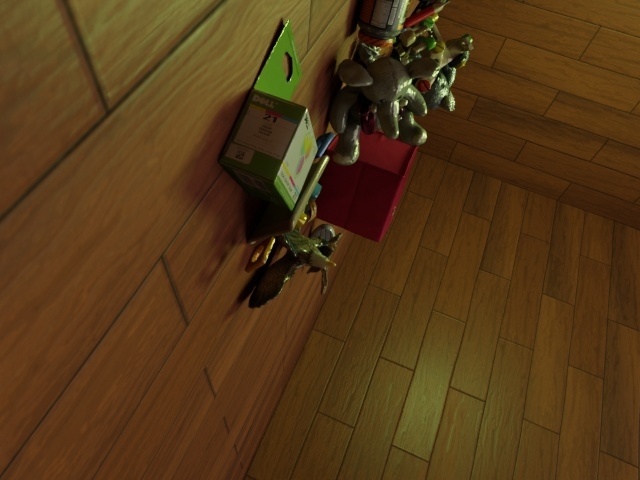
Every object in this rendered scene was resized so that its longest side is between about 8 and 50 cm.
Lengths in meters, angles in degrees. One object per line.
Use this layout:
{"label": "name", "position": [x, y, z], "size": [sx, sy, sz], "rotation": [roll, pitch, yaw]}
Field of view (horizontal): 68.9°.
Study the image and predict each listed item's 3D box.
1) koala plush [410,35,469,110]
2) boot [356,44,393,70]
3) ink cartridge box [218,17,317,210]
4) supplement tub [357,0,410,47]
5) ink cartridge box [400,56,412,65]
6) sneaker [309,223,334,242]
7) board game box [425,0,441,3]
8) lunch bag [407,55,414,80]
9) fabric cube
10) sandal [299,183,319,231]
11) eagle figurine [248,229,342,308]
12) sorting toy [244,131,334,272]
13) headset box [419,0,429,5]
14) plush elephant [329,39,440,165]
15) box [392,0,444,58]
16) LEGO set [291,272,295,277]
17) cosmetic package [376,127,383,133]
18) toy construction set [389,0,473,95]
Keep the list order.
{"label": "koala plush", "position": [0.393, -0.545, 1.611], "size": [0.203, 0.196, 0.221], "rotation": [87, 10, -71]}
{"label": "boot", "position": [0.150, -0.544, 1.380], "size": [0.152, 0.073, 0.197], "rotation": [-60, 172, -7]}
{"label": "ink cartridge box", "position": [-0.054, -0.200, 0.788], "size": [0.189, 0.097, 0.255], "rotation": [60, 53, -80]}
{"label": "supplement tub", "position": [0.156, -0.575, 1.120], "size": [0.117, 0.117, 0.190], "rotation": [-59, 168, -48]}
{"label": "ink cartridge box", "position": [0.251, -0.617, 1.638], "size": [0.198, 0.115, 0.067], "rotation": [-52, 162, -65]}
{"label": "sneaker", "position": [0.000, 0.000, 1.779], "size": [0.258, 0.094, 0.091], "rotation": [107, -10, -57]}
{"label": "board game box", "position": [0.285, -0.780, 1.262], "size": [0.243, 0.165, 0.042], "rotation": [98, 16, -61]}
{"label": "lunch bag", "position": [0.384, -0.741, 2.077], "size": [0.223, 0.160, 0.262], "rotation": [76, 25, -71]}
{"label": "fabric cube", "position": [0.147, -0.199, 1.546], "size": [0.254, 0.259, 0.258], "rotation": [-57, 166, -51]}
{"label": "sandal", "position": [-0.029, -0.096, 1.400], "size": [0.072, 0.049, 0.180], "rotation": [98, 16, -59]}
{"label": "eagle figurine", "position": [-0.065, 0.037, 1.195], "size": [0.298, 0.225, 0.226], "rotation": [-4, 75, -49]}
{"label": "sorting toy", "position": [-0.060, -0.072, 0.965], "size": [0.196, 0.047, 0.347], "rotation": [-17, -139, 55]}
{"label": "headset box", "position": [0.382, -0.886, 1.384], "size": [0.283, 0.131, 0.246], "rotation": [-50, 178, -33]}
{"label": "plush elephant", "position": [0.157, -0.359, 1.189], "size": [0.255, 0.272, 0.330], "rotation": [-106, -172, -73]}
{"label": "box", "position": [0.381, -0.831, 1.763], "size": [0.322, 0.079, 0.257], "rotation": [-52, -179, 36]}
{"label": "LEGO set", "position": [-0.096, 0.102, 1.607], "size": [0.083, 0.023, 0.054], "rotation": [-121, -125, -83]}
{"label": "cosmetic package", "position": [0.247, -0.504, 1.782], "size": [0.365, 0.155, 0.197], "rotation": [-55, 161, -56]}
{"label": "toy construction set", "position": [0.341, -0.612, 1.399], "size": [0.237, 0.257, 0.309], "rotation": [-28, 176, 1]}
